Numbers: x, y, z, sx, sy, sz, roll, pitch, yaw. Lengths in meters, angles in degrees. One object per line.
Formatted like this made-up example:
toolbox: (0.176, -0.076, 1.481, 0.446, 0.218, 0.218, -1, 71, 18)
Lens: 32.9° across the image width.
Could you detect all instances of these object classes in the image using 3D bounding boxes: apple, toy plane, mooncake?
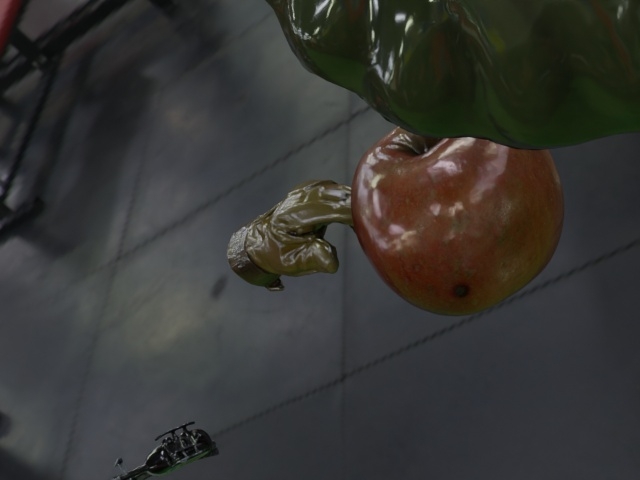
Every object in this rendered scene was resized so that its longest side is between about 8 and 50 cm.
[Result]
apple: (0.160, -0.029, 1.248, 0.253, 0.253, 0.253, -30, 35, 24)
toy plane: (-0.224, 0.312, 1.526, 0.053, 0.197, 0.078, 55, 146, 22)
mooncake: (0.114, -0.211, 0.580, 0.351, 0.351, 0.187, -24, 14, 31)

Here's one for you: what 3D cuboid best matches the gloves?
gloves: (-0.006, -0.015, 1.525, 0.331, 0.154, 0.141, -17, 82, 49)
